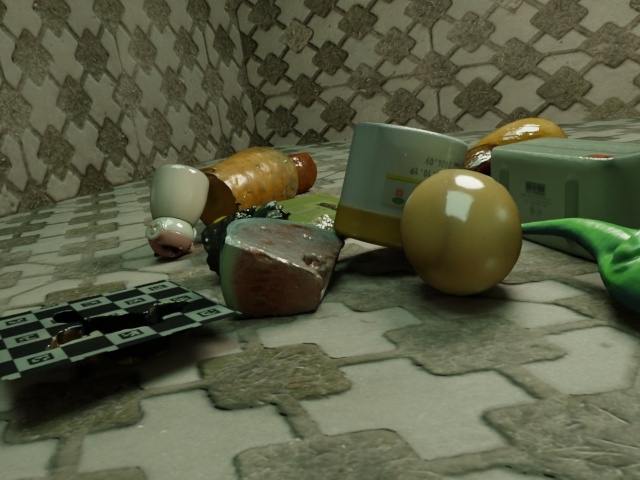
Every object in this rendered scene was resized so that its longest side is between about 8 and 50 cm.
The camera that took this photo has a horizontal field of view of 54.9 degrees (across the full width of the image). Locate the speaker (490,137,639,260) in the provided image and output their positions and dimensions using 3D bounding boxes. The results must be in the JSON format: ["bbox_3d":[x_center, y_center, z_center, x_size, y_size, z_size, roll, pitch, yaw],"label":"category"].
[{"bbox_3d":[0.502,-0.098,1.240,0.183,0.184,0.406,-12,14,-13],"label":"speaker"}]

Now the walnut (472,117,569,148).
[{"bbox_3d":[0.541,-0.232,1.718,0.297,0.203,0.203,-5,15,29],"label":"walnut"}]

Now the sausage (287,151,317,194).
[{"bbox_3d":[-0.133,-0.227,2.196,0.268,0.141,0.153,-18,18,-25],"label":"sausage"}]

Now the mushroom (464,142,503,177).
[{"bbox_3d":[0.365,-0.157,1.508,0.231,0.138,0.194,-35,-28,9],"label":"mushroom"}]

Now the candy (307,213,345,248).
[{"bbox_3d":[0.000,0.000,1.332,0.110,0.095,0.085,-22,-23,-45],"label":"candy"}]

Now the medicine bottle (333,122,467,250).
[{"bbox_3d":[0.163,-0.106,1.254,0.237,0.232,0.238,11,7,-1],"label":"medicine bottle"}]

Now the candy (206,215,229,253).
[{"bbox_3d":[-0.226,-0.019,1.554,0.106,0.094,0.199,-2,12,4],"label":"candy"}]

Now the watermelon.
[{"bbox_3d":[-0.057,0.062,1.149,0.226,0.148,0.318,28,20,38],"label":"watermelon"}]

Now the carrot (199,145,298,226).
[{"bbox_3d":[-0.215,-0.152,1.825,0.224,0.224,0.340,1,22,32],"label":"carrot"}]

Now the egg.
[{"bbox_3d":[0.233,-0.009,1.029,0.201,0.201,0.244,-6,26,11],"label":"egg"}]

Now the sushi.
[{"bbox_3d":[-0.354,0.156,1.016,0.343,0.064,0.359,-13,13,-32],"label":"sushi"}]

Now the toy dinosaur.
[{"bbox_3d":[0.410,0.076,0.861,0.499,0.144,0.374,-7,27,48],"label":"toy dinosaur"}]

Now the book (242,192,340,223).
[{"bbox_3d":[-0.007,-0.062,1.582,0.239,0.035,0.352,17,20,33],"label":"book"}]

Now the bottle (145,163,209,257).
[{"bbox_3d":[-0.378,-0.065,1.595,0.147,0.237,0.147,5,-21,2],"label":"bottle"}]

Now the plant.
[{"bbox_3d":[-0.148,0.001,1.317,0.194,0.132,0.129,-19,-14,12],"label":"plant"}]
